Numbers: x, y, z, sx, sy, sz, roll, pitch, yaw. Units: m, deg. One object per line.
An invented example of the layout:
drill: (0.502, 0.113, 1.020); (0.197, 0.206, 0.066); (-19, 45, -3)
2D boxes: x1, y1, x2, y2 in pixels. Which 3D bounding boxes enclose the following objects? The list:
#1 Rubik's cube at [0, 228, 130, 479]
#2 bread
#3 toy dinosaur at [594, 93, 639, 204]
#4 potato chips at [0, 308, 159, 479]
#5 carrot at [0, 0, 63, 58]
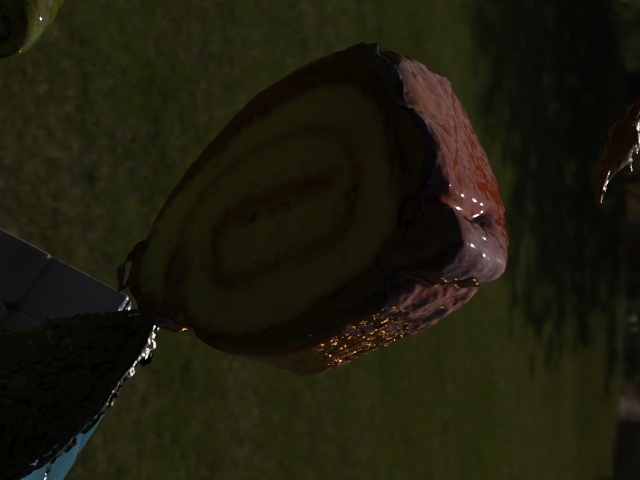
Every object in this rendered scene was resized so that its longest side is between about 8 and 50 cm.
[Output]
Rubik's cube: (-0.336, 0.137, 1.503); (0.225, 0.221, 0.231); (-59, 173, -37)
bread: (-0.003, -0.011, 0.962); (0.123, 0.244, 0.190); (25, 47, -48)
toy dinosaur: (0.223, -0.077, 1.143); (0.113, 0.026, 0.041); (-65, 166, -3)
potato chips: (-0.217, 0.079, 1.037); (0.202, 0.220, 0.029); (-43, 133, -23)
carrot: (-0.230, -0.247, 1.347); (0.358, 0.074, 0.074); (-76, 160, -60)
